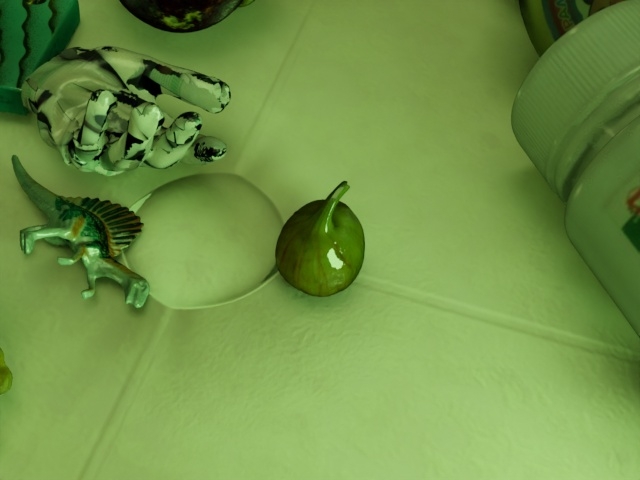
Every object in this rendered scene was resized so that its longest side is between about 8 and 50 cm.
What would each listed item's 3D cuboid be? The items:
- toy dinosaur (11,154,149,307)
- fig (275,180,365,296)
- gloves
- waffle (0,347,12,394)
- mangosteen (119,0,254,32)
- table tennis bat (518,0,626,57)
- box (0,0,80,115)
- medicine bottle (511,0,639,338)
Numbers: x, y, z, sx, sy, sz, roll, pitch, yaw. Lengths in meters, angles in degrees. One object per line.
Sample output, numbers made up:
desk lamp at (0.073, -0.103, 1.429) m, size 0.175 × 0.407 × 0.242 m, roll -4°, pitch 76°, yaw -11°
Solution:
toy dinosaur at (-0.209, -0.014, 0.788) m, size 0.106 × 0.044 × 0.187 m, roll -3°, pitch 40°, yaw -22°
fig at (0.000, 0.000, 0.749) m, size 0.084 × 0.098 × 0.082 m, roll -40°, pitch 66°, yaw -14°
gloves at (-0.170, -0.108, 0.816) m, size 0.212 × 0.111 × 0.128 m, roll 34°, pitch 33°, yaw 24°
waffle at (-0.362, 0.077, 0.641) m, size 0.291 × 0.051 × 0.291 m, roll 3°, pitch 81°, yaw -17°
mangosteen at (-0.125, -0.314, 0.930) m, size 0.217 × 0.192 × 0.192 m, roll -18°, pitch 54°, yaw -44°
table tennis bat at (0.347, -0.260, 0.937) m, size 0.369 × 0.054 × 0.224 m, roll -15°, pitch 94°, yaw -30°
box at (-0.378, -0.211, 0.902) m, size 0.227 × 0.042 × 0.160 m, roll 12°, pitch 51°, yaw 1°
medicine bottle at (0.312, -0.022, 0.714) m, size 0.208 × 0.208 × 0.339 m, roll -18°, pitch 58°, yaw -15°
